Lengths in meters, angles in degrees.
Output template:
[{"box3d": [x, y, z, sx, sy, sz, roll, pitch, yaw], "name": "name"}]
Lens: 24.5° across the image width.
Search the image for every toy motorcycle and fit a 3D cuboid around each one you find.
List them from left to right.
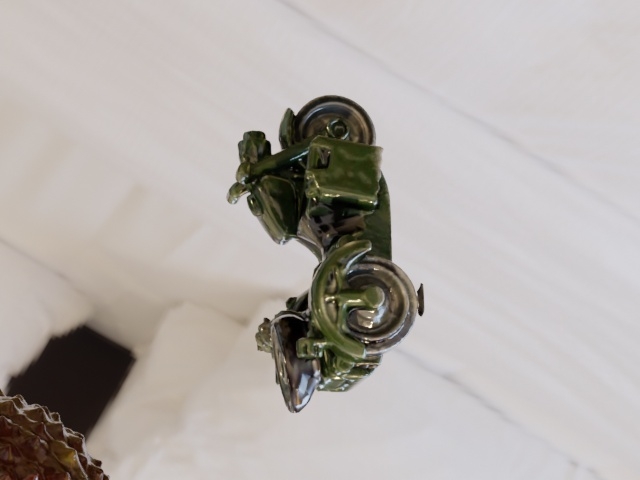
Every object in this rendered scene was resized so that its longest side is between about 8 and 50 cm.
[{"box3d": [0.000, 0.000, 1.160, 0.127, 0.275, 0.205, -1, 166, -9], "name": "toy motorcycle"}]

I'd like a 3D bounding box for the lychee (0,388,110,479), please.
[{"box3d": [-0.262, 0.235, 1.004, 0.275, 0.304, 0.276, -4, 130, -5], "name": "lychee"}]
